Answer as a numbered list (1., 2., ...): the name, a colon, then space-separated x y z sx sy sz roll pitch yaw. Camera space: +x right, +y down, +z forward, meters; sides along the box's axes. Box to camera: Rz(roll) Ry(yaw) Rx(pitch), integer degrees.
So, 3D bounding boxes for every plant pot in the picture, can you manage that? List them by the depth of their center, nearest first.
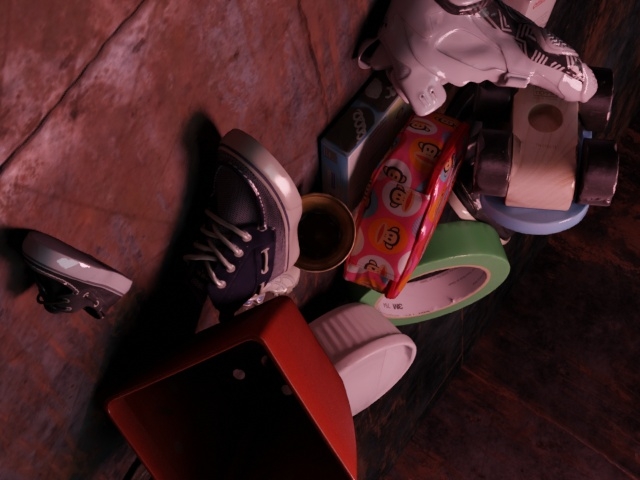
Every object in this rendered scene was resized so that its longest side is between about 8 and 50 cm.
1. plant pot: -0.103 0.230 1.690 0.267 0.267 0.236 -25 -163 22

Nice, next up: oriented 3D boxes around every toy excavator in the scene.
1. toy excavator: 0.366 -0.163 2.070 0.445 0.222 0.433 90 6 -61

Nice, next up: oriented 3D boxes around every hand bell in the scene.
1. hand bell: 0.000 0.000 1.950 0.126 0.126 0.242 -57 174 -3

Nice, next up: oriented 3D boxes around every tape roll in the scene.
1. tape roll: 0.208 0.070 2.301 0.321 0.077 0.321 -14 157 -6

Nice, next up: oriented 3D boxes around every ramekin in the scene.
1. ramekin: 0.039 0.233 2.224 0.272 0.127 0.273 -28 154 -15

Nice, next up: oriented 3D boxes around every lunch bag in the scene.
1. lunch bag: 0.147 -0.071 1.949 0.258 0.120 0.293 -54 166 -59

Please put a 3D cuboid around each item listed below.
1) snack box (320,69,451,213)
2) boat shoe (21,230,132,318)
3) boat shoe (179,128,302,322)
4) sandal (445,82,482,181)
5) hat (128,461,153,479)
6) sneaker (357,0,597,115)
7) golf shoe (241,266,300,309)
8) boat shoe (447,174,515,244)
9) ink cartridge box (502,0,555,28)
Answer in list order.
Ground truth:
1. snack box: 0.116 -0.210 1.938 0.322 0.060 0.187 -50 162 -22
2. boat shoe: -0.283 0.049 1.316 0.076 0.080 0.228 -59 169 -4
3. boat shoe: -0.116 -0.003 1.569 0.158 0.127 0.340 -47 158 -17
4. sandal: 0.264 -0.139 2.354 0.446 0.107 0.167 -59 162 0
5. hat: -0.200 0.410 1.991 0.331 0.134 0.331 -49 158 -27
6. sneaker: 0.236 -0.269 1.791 0.210 0.365 0.137 -55 -161 13
7. golf shoe: -0.080 0.044 1.835 0.176 0.069 0.086 -31 142 -56
8. boat shoe: 0.350 -0.082 2.334 0.113 0.127 0.340 -38 154 16
9. ink cartridge box: 0.366 -0.410 2.223 0.148 0.086 0.203 -38 153 -45
